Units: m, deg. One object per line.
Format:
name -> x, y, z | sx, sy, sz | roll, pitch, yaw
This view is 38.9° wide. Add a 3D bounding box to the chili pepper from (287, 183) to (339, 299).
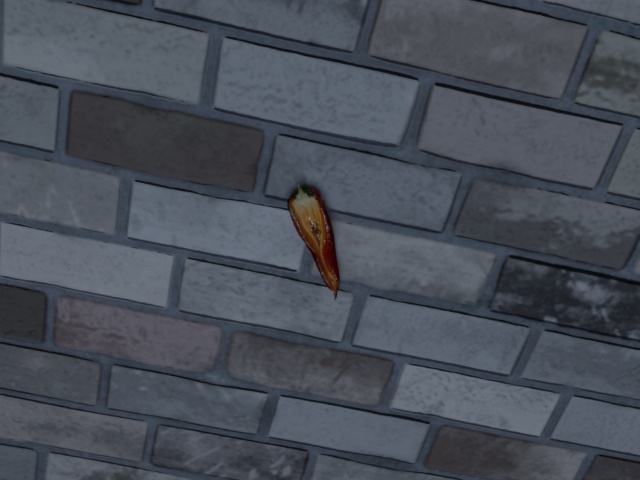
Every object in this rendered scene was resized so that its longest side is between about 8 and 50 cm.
chili pepper -> 0.000, 0.000, 1.104 | 0.045, 0.027, 0.178 | -11, 122, 15
